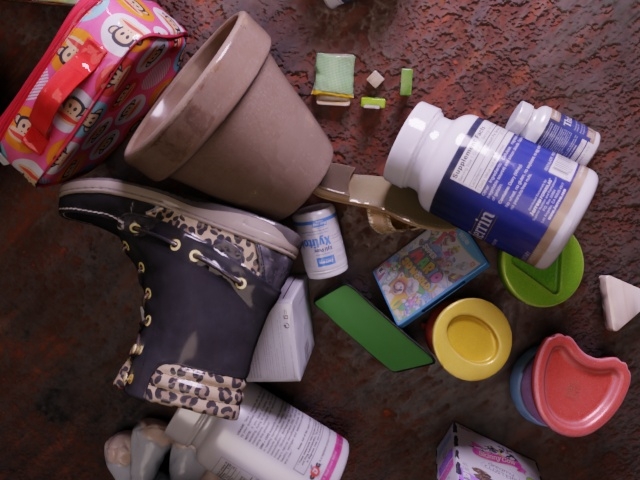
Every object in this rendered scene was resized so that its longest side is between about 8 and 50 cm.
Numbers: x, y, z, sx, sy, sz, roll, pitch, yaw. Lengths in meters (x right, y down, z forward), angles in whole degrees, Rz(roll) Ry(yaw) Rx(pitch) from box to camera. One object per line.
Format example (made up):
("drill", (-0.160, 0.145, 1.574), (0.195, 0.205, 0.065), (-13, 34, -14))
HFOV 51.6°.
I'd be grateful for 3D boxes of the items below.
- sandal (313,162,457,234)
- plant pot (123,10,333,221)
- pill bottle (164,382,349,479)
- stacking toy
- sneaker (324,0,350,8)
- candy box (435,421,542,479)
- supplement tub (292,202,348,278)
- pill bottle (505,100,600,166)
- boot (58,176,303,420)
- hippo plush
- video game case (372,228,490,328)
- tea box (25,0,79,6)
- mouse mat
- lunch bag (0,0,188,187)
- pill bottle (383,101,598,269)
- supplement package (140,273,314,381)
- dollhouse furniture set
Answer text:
("sandal", (0.095, -0.049, 1.025), (0.239, 0.088, 0.079), (17, 141, 3))
("plant pot", (-0.109, -0.149, 0.941), (0.229, 0.263, 0.263), (39, 109, -22))
("pill bottle", (-0.108, 0.338, 1.117), (0.283, 0.160, 0.160), (32, 109, -2))
("stacking toy", (0.334, 0.133, 1.043), (0.308, 0.130, 0.280), (33, 83, -5))
("sneaker", (0.055, -0.448, 0.885), (0.163, 0.086, 0.226), (-10, 115, 23))
("candy box", (0.274, 0.400, 1.058), (0.164, 0.196, 0.070), (25, 108, 0))
("supplement tub", (0.000, 0.000, 1.046), (0.070, 0.071, 0.107), (-11, 104, 12))
("pill bottle", (0.331, -0.151, 0.950), (0.120, 0.067, 0.067), (27, 109, 0))
("boot", (-0.236, 0.076, 0.948), (0.377, 0.138, 0.284), (14, 82, 8))
("hippo plush", (-0.316, 0.470, 1.149), (0.294, 0.236, 0.234), (-40, 98, 17))
("video game case", (0.165, 0.043, 1.016), (0.166, 0.119, 0.015), (-38, 134, 17))
("tea box", (-0.397, -0.473, 0.831), (0.219, 0.323, 0.329), (8, 108, 6))
("mouse mat", (0.081, 0.143, 1.055), (0.189, 0.152, 0.007), (42, 63, -5))
("lunch bag", (-0.327, -0.208, 0.934), (0.120, 0.258, 0.293), (41, 107, -6))
("pill bottle", (0.231, -0.084, 0.928), (0.264, 0.153, 0.153), (29, 109, 13))
("supplement package", (-0.145, 0.141, 1.075), (0.243, 0.139, 0.134), (-3, 105, 11))
("dollhouse furniture set", (0.059, -0.233, 0.972), (0.151, 0.058, 0.076), (5, 107, 7))
